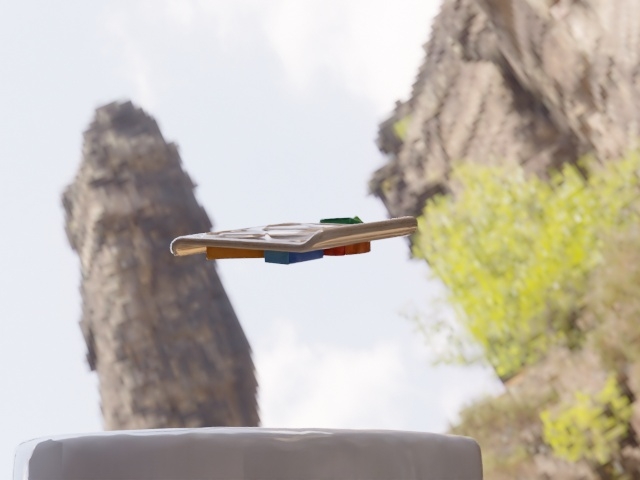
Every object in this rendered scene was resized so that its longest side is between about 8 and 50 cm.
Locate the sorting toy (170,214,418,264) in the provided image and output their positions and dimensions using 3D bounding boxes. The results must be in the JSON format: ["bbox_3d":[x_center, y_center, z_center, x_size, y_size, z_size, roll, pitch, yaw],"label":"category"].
[{"bbox_3d":[0.000,0.000,0.580,0.083,0.062,0.012,-8,-86,-52],"label":"sorting toy"}]

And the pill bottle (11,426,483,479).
[{"bbox_3d":[-0.014,0.156,0.368,0.131,0.229,0.131,0,-9,0],"label":"pill bottle"}]
